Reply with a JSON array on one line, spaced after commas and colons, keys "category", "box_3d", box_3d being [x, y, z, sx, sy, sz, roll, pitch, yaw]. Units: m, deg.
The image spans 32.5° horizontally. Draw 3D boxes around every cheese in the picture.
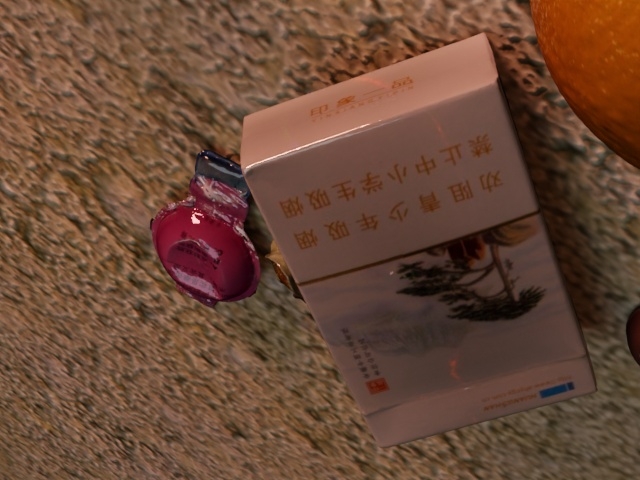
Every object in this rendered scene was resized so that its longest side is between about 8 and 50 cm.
[{"category": "cheese", "box_3d": [-0.082, -0.005, 0.806, 0.095, 0.038, 0.145, 26, 134, 7]}]

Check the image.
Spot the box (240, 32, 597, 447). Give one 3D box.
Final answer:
[{"category": "box", "box_3d": [0.064, 0.011, 0.657, 0.149, 0.067, 0.233, -16, 123, 14]}]

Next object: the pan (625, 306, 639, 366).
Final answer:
[{"category": "pan", "box_3d": [0.223, 0.052, 0.665, 0.068, 0.023, 0.115, 22, 140, 15]}]

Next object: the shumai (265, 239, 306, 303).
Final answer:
[{"category": "shumai", "box_3d": [0.000, 0.000, 0.720, 0.082, 0.080, 0.083, -13, 120, 40]}]

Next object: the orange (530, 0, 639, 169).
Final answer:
[{"category": "orange", "box_3d": [0.173, -0.109, 0.412, 0.206, 0.206, 0.206, 19, 138, 18]}]
